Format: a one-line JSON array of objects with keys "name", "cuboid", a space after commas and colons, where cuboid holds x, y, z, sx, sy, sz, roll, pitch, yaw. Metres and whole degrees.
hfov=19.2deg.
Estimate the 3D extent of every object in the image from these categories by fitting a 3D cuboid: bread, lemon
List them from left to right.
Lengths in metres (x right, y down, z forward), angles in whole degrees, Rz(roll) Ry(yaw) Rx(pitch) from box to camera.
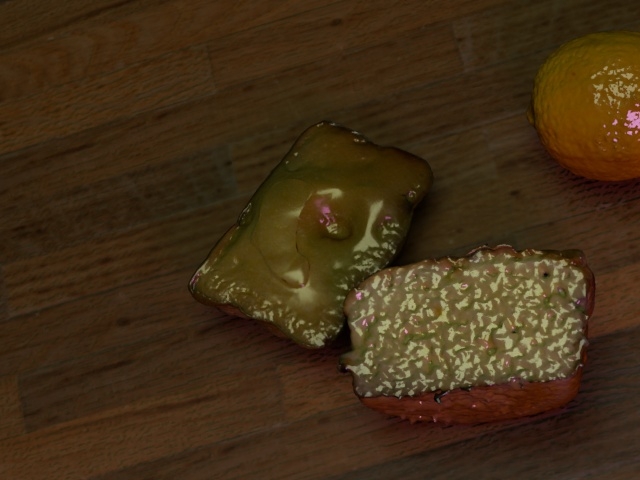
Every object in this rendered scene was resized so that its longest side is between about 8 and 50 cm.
[{"name": "bread", "cuboid": [0.000, 0.000, 1.790, 0.161, 0.088, 0.233, 29, 71, 19]}, {"name": "bread", "cuboid": [0.140, 0.094, 1.678, 0.229, 0.139, 0.143, -6, 62, 18]}, {"name": "lemon", "cuboid": [0.281, -0.124, 1.752, 0.187, 0.142, 0.142, -2, 64, 17]}]
